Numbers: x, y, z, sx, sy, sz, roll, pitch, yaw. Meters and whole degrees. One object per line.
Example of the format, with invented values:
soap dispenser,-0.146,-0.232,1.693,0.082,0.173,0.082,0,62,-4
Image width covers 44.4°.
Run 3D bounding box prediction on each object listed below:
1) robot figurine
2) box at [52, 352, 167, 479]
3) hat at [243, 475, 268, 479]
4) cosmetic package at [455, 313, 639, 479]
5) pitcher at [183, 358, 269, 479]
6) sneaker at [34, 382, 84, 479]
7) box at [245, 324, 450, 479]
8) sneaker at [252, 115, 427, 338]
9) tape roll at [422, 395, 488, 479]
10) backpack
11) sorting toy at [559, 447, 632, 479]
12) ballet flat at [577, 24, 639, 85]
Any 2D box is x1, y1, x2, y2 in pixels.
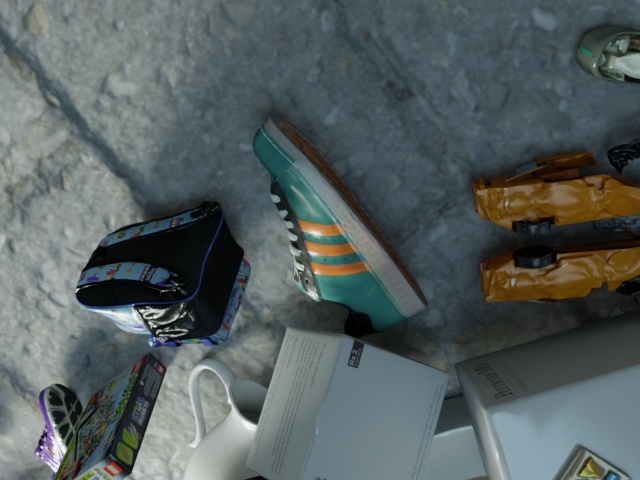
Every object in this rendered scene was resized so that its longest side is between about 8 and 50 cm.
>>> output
robot figurine,0.328,-0.018,0.906,0.291,0.085,0.211,-6,108,5
box,-0.262,0.236,0.978,0.114,0.207,0.036,-36,109,16
hat,-0.112,0.362,0.916,0.331,0.331,0.134,-42,73,18
cosmetic package,0.402,0.170,0.880,0.453,0.230,0.162,-17,93,2
pitcher,-0.125,0.275,1.052,0.177,0.125,0.207,34,116,22
sneaker,-0.364,0.274,1.078,0.071,0.068,0.170,0,116,8
box,0.035,0.214,0.939,0.182,0.119,0.181,24,78,-33
sneaker,0.000,0.000,0.916,0.121,0.108,0.302,-34,111,11
tape roll,0.236,0.394,1.116,0.392,0.072,0.392,0,115,1
backpack,-0.189,0.047,0.922,0.173,0.158,0.117,-7,134,19
sorting toy,0.259,0.253,0.769,0.062,0.012,0.083,32,93,0
ballet flat,0.385,-0.186,0.841,0.213,0.068,0.072,5,115,-1
